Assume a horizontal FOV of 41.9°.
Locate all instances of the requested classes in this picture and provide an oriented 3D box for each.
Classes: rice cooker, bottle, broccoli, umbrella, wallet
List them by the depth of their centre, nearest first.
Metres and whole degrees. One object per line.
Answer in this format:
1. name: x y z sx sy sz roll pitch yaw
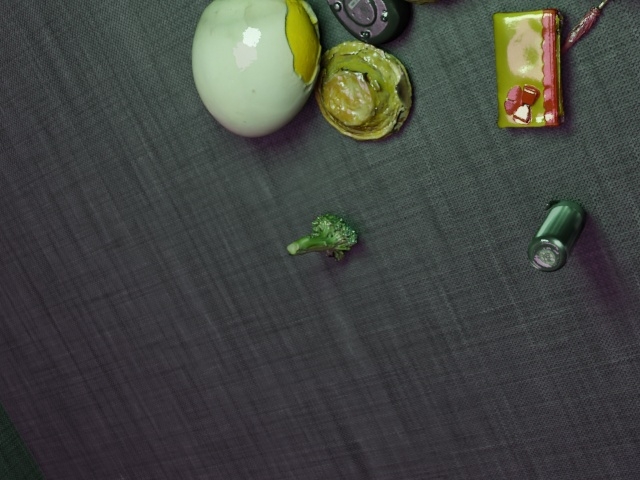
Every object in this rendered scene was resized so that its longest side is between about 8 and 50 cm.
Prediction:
1. umbrella: 0.511 -0.414 1.657 0.027 0.025 0.165 31 125 -9
2. wallet: 0.421 -0.344 1.694 0.141 0.067 0.241 5 113 34
3. bottle: 0.480 -0.019 1.705 0.096 0.254 0.079 37 124 10
4. rice cooker: 0.095 -0.505 1.761 0.203 0.118 0.142 46 123 -3
5. broccoli: -0.002 0.001 1.980 0.122 0.204 0.118 48 123 18

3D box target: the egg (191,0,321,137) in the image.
1. egg: -0.143 -0.387 1.833 0.283 0.283 0.345 21 123 16

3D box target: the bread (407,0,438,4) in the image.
1. bread: 0.201 -0.581 1.642 0.230 0.123 0.230 1 97 5

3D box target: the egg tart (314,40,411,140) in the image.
1. egg tart: 0.084 -0.326 1.855 0.241 0.106 0.241 12 119 22
